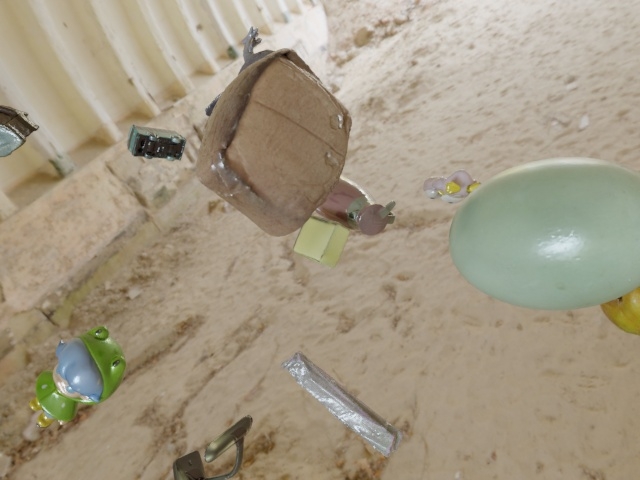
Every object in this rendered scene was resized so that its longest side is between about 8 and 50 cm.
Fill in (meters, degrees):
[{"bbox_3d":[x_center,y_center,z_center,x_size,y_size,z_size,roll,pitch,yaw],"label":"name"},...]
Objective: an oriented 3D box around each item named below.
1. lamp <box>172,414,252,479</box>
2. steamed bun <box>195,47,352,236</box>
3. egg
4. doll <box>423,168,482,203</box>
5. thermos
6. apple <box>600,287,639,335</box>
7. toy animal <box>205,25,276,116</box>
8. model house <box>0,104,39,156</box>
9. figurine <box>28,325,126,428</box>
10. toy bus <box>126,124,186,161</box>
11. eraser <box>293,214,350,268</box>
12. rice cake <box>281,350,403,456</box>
[{"bbox_3d":[-0.314,0.621,1.469,0.283,0.125,0.203,-39,-19,22],"label":"lamp"},{"bbox_3d":[-0.096,-0.176,0.991,0.199,0.251,0.301,-14,46,55],"label":"steamed bun"},{"bbox_3d":[0.310,-0.008,0.712,0.282,0.203,0.203,-10,31,36],"label":"egg"},{"bbox_3d":[0.438,-0.179,1.777,0.160,0.094,0.365,3,0,-1],"label":"doll"},{"bbox_3d":[0.104,-0.094,1.525,0.176,0.146,0.265,3,17,-28],"label":"thermos"},{"bbox_3d":[0.605,0.081,0.951,0.173,0.160,0.195,7,32,-2],"label":"apple"},{"bbox_3d":[-0.192,-0.501,1.530,0.366,0.206,0.081,-11,-11,27],"label":"toy animal"},{"bbox_3d":[-0.824,-0.298,1.401,0.152,0.165,0.106,-79,10,-51],"label":"model house"},{"bbox_3d":[-0.543,0.307,1.182,0.263,0.162,0.143,-42,-22,15],"label":"figurine"},{"bbox_3d":[-0.498,-0.294,1.597,0.160,0.079,0.092,-4,35,-46],"label":"toy bus"},{"bbox_3d":[0.000,0.000,1.431,0.172,0.058,0.117,19,87,60],"label":"eraser"},{"bbox_3d":[0.042,0.305,1.004,0.055,0.269,0.049,-55,-8,13],"label":"rice cake"}]
